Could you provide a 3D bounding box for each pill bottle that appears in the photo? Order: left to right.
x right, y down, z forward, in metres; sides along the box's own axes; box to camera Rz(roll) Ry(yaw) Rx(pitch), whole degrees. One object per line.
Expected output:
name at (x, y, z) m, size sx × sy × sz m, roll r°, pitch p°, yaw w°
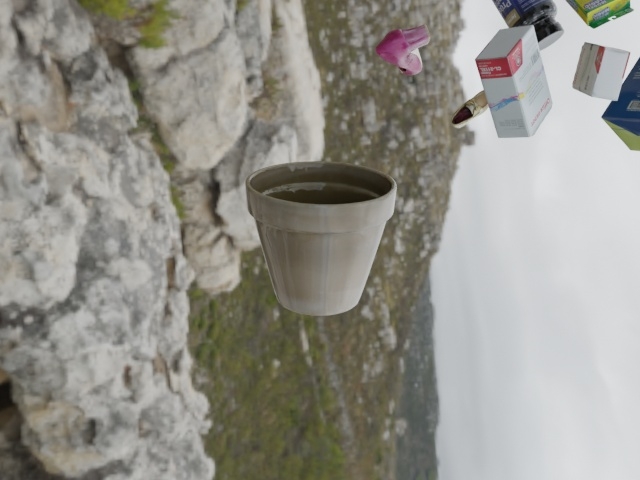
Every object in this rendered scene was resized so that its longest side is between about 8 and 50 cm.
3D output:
pill bottle at (0.505, -0.580, 1.949) m, size 0.219 × 0.123 × 0.123 m, roll 62°, pitch 2°, yaw 11°

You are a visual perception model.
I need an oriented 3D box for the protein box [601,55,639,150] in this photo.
protein box at (0.800, -0.318, 1.808) m, size 0.136 × 0.201 × 0.200 m, roll 37°, pitch -7°, yaw -27°

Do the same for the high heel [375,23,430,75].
high heel at (0.164, -0.399, 1.725) m, size 0.244 × 0.117 × 0.082 m, roll 178°, pitch -109°, yaw -87°

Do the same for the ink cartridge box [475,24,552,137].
ink cartridge box at (0.372, -0.300, 1.510) m, size 0.127 × 0.072 × 0.175 m, roll -50°, pitch 129°, yaw -37°

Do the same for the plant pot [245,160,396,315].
plant pot at (0.000, 0.000, 1.738) m, size 0.323 × 0.323 × 0.280 m, roll -80°, pitch 171°, yaw -68°

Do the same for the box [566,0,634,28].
box at (0.622, -0.555, 1.791) m, size 0.043 × 0.105 × 0.179 m, roll 59°, pitch 8°, yaw -50°

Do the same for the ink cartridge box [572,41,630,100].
ink cartridge box at (0.563, -0.342, 1.591) m, size 0.135 × 0.056 × 0.099 m, roll -85°, pitch -175°, yaw -71°

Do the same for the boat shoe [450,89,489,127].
boat shoe at (0.391, -0.338, 2.035) m, size 0.050 × 0.135 × 0.045 m, roll 50°, pitch 21°, yaw 8°
